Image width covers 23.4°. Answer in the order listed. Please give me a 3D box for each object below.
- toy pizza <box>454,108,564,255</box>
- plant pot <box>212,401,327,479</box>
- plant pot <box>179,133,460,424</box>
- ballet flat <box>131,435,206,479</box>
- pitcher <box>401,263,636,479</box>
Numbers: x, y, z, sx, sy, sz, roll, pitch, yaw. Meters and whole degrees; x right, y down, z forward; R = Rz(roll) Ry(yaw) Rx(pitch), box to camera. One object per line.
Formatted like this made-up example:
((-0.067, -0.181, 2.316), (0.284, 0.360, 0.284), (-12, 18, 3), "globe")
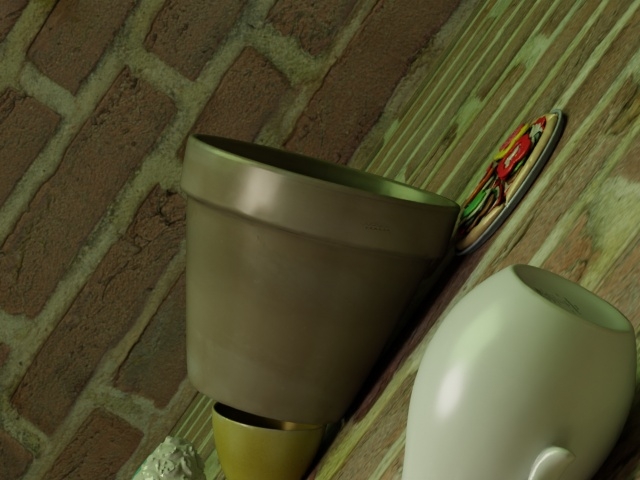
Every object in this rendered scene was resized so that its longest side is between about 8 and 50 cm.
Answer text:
((0.204, -0.071, 1.744), (0.201, 0.032, 0.201), (-55, 5, 8), "toy pizza")
((-0.064, 0.245, 1.782), (0.134, 0.134, 0.095), (-93, 10, -82), "plant pot")
((-0.027, 0.051, 1.775), (0.323, 0.323, 0.280), (-103, 27, -83), "plant pot")
((-0.221, 0.439, 2.022), (0.147, 0.147, 0.409), (-48, 12, 54), "ballet flat")
((0.113, 0.133, 0.915), (0.207, 0.125, 0.178), (-65, 23, 14), "pitcher")
